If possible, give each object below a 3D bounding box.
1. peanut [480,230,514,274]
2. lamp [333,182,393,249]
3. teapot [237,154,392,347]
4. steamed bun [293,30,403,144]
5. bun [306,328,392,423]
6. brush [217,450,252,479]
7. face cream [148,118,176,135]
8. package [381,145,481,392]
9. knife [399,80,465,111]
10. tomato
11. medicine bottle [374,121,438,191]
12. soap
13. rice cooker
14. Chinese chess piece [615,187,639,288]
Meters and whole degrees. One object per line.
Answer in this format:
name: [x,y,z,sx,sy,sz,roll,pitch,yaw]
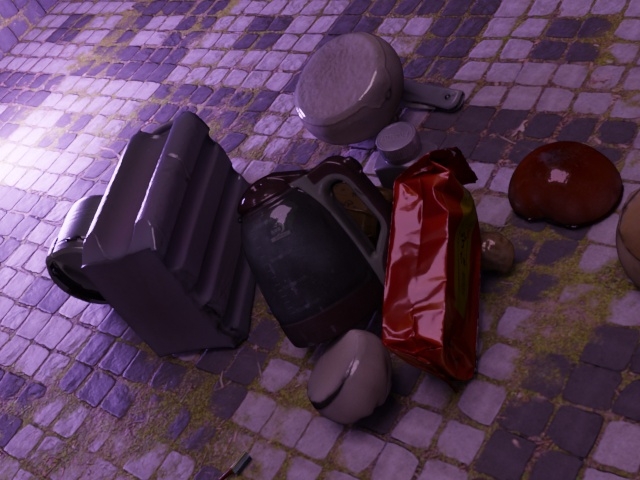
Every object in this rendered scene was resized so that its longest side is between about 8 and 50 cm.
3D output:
peanut: [0.277,0.012,1.662,0.214,0.099,0.099,20,62,36]
lamp: [0.071,-0.045,1.792,0.185,0.161,0.161,11,56,34]
teapot: [0.000,0.000,1.601,0.315,0.312,0.233,-26,12,27]
steamed bun: [0.081,-0.353,2.055,0.283,0.177,0.283,-18,56,29]
bun: [0.066,0.251,1.528,0.173,0.120,0.173,-52,17,22]
brush: [-0.161,0.425,1.568,0.083,0.019,0.021,-44,53,-17]
face cream: [-0.340,-0.180,2.128,0.175,0.195,0.175,-17,42,16]
package: [0.207,0.044,1.518,0.123,0.196,0.424,-4,67,26]
knife: [0.230,-0.352,2.084,0.265,0.040,0.073,15,70,39]
tomato: [0.476,-0.134,1.676,0.228,0.112,0.199,11,54,34]
medicine bottle: [0.189,-0.153,1.798,0.132,0.188,0.088,6,53,33]
soap: [-0.305,-0.016,1.859,0.213,0.350,0.435,-19,41,25]
rice cooker: [-0.520,0.031,2.023,0.226,0.226,0.244,-12,43,20]
Chinese chess piece: [0.640,-0.007,1.459,0.257,0.104,0.257,-16,44,16]
